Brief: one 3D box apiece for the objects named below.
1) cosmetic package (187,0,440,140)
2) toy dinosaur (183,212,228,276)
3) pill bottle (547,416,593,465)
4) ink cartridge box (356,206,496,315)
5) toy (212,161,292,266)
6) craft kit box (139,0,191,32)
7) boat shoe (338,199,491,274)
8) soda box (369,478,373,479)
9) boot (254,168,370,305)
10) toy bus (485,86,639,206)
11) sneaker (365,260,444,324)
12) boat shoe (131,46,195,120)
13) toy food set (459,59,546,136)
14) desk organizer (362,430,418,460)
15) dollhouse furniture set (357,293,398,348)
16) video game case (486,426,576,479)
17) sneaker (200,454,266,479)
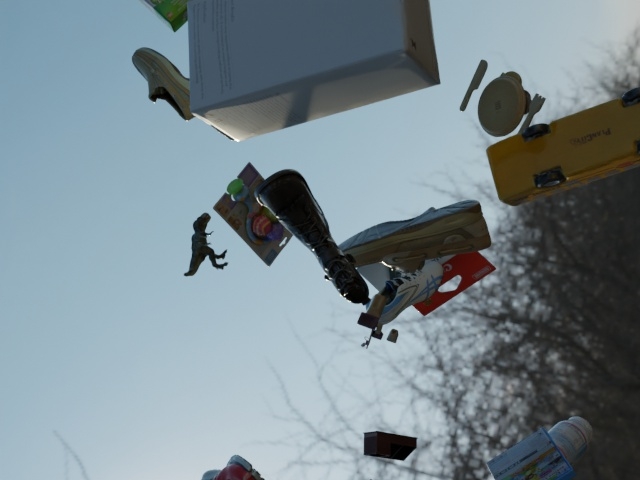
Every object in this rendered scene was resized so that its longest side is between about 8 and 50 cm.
[{"bbox_3d":[-0.016,-0.320,1.587,0.156,0.385,0.217,30,-126,-61],"label":"cosmetic package"},{"bbox_3d":[-0.324,0.036,2.806,0.064,0.118,0.268,-52,22,35],"label":"toy dinosaur"},{"bbox_3d":[0.532,0.449,2.154,0.160,0.087,0.087,-24,-55,-46],"label":"pill bottle"},{"bbox_3d":[0.268,0.074,2.514,0.275,0.239,0.060,-39,14,37],"label":"ink cartridge box"},{"bbox_3d":[-0.128,-0.052,2.238,0.137,0.056,0.237,-54,-50,-14],"label":"toy"},{"bbox_3d":[-0.316,-0.617,2.129,0.250,0.246,0.061,-45,-15,-9],"label":"craft kit box"},{"bbox_3d":[0.176,0.018,2.007,0.121,0.341,0.110,-53,-56,-66],"label":"boat shoe"},{"bbox_3d":[0.118,0.525,1.658,0.098,0.091,0.286,-50,17,6],"label":"soda box"},{"bbox_3d":[0.000,0.000,1.804,0.091,0.229,0.263,-38,-32,7],"label":"boot"},{"bbox_3d":[0.462,-0.161,1.716,0.130,0.333,0.108,13,-119,-61],"label":"toy bus"},{"bbox_3d":[0.208,0.114,2.379,0.237,0.085,0.086,-35,-54,-24],"label":"sneaker"},{"bbox_3d":[-0.288,-0.283,1.790,0.072,0.190,0.068,-43,-26,-21],"label":"boat shoe"},{"bbox_3d":[0.369,-0.270,1.963,0.038,0.192,0.132,5,-61,-39],"label":"toy food set"},{"bbox_3d":[0.157,0.462,2.206,0.130,0.047,0.050,17,-114,-37],"label":"desk organizer"},{"bbox_3d":[0.128,0.182,2.111,0.114,0.091,0.081,-63,-10,-48],"label":"dollhouse furniture set"},{"bbox_3d":[0.344,0.377,1.622,0.015,0.119,0.166,56,-176,-12],"label":"video game case"},{"bbox_3d":[-0.181,0.487,1.839,0.118,0.107,0.279,-43,0,-36],"label":"sneaker"}]
